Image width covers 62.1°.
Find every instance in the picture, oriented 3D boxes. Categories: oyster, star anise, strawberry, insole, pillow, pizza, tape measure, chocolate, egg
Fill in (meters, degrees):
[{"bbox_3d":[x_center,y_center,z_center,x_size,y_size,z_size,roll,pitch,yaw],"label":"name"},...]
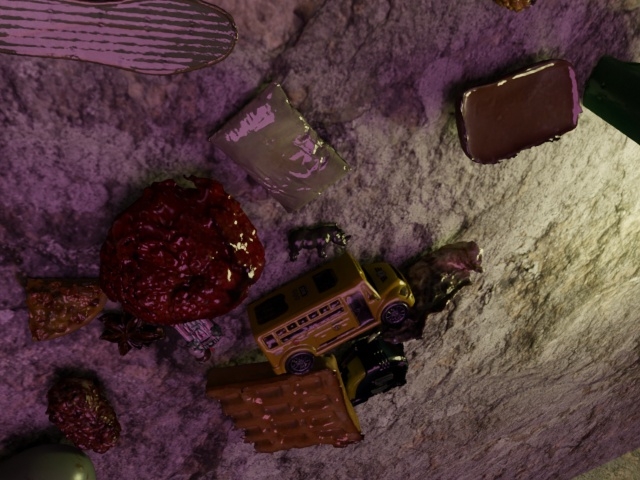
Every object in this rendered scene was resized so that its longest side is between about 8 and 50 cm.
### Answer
[{"bbox_3d":[0.219,0.122,1.184,0.275,0.271,0.100,-24,118,41],"label":"oyster"},{"bbox_3d":[-0.333,0.153,1.004,0.191,0.070,0.097,-21,105,16],"label":"star anise"},{"bbox_3d":[-0.218,0.036,0.873,0.274,0.220,0.274,-16,132,-19],"label":"strawberry"},{"bbox_3d":[-0.284,-0.287,0.728,0.349,0.009,0.119,-3,127,-23],"label":"insole"},{"bbox_3d":[-0.064,-0.151,0.913,0.148,0.050,0.230,-43,129,5],"label":"pillow"},{"bbox_3d":[-0.464,0.119,0.937,0.175,0.046,0.134,-42,132,11],"label":"pizza"},{"bbox_3d":[0.125,0.320,1.319,0.199,0.112,0.186,-21,140,-15],"label":"tape measure"},{"bbox_3d":[0.365,-0.248,1.017,0.262,0.083,0.161,-19,114,-12],"label":"chocolate"},{"bbox_3d":[-0.595,0.540,1.099,0.283,0.203,0.203,-37,132,11],"label":"egg"}]

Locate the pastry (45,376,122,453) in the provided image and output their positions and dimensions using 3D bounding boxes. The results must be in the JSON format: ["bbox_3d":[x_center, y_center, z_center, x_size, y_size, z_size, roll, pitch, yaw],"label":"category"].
[{"bbox_3d":[-0.476,0.350,1.077,0.115,0.097,0.208,-16,133,-8],"label":"pastry"}]

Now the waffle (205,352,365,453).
[{"bbox_3d":[-0.069,0.395,1.256,0.304,0.077,0.348,-11,133,8],"label":"waffle"}]

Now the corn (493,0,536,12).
[{"bbox_3d":[0.269,-0.484,0.780,0.101,0.101,0.291,-34,129,3],"label":"corn"}]

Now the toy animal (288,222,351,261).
[{"bbox_3d":[0.000,0.000,1.063,0.136,0.047,0.065,-7,120,-14],"label":"toy animal"}]

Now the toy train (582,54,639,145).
[{"bbox_3d":[0.667,-0.253,1.017,0.203,0.300,0.120,-2,128,-12],"label":"toy train"}]

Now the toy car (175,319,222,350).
[{"bbox_3d":[-0.255,0.158,1.059,0.069,0.055,0.142,-33,112,5],"label":"toy car"}]

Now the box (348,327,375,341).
[{"bbox_3d":[0.103,0.188,1.271,0.126,0.027,0.125,-18,131,-12],"label":"box"}]

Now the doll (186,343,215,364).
[{"bbox_3d":[-0.241,0.223,1.131,0.085,0.040,0.058,-33,122,3],"label":"doll"}]

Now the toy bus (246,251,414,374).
[{"bbox_3d":[0.021,0.137,1.113,0.331,0.145,0.151,-28,123,0],"label":"toy bus"}]
